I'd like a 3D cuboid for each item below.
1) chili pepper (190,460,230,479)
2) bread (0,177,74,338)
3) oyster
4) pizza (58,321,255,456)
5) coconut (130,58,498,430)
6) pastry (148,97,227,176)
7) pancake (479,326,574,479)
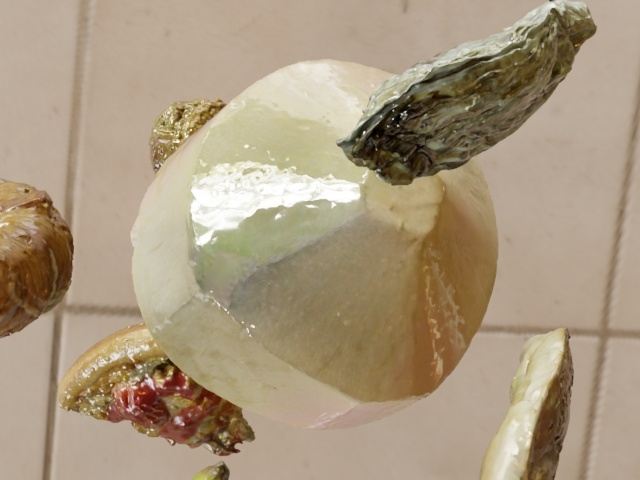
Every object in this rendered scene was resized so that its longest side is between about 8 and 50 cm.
[{"bbox_3d":[-0.080,0.169,0.490,0.043,0.208,0.049,11,135,9],"label":"chili pepper"},{"bbox_3d":[-0.206,0.013,0.881,0.105,0.233,0.076,-25,112,-5],"label":"bread"},{"bbox_3d":[0.086,-0.089,0.816,0.177,0.125,0.064,-19,76,-48],"label":"oyster"},{"bbox_3d":[-0.138,0.159,1.328,0.199,0.062,0.188,36,133,-28],"label":"pizza"},{"bbox_3d":[0.000,0.000,0.967,0.259,0.259,0.259,-3,104,-14],"label":"coconut"},{"bbox_3d":[-0.105,-0.078,1.269,0.109,0.057,0.097,48,47,-29],"label":"pastry"},{"bbox_3d":[0.199,0.275,1.461,0.082,0.387,0.387,12,100,7],"label":"pancake"}]
